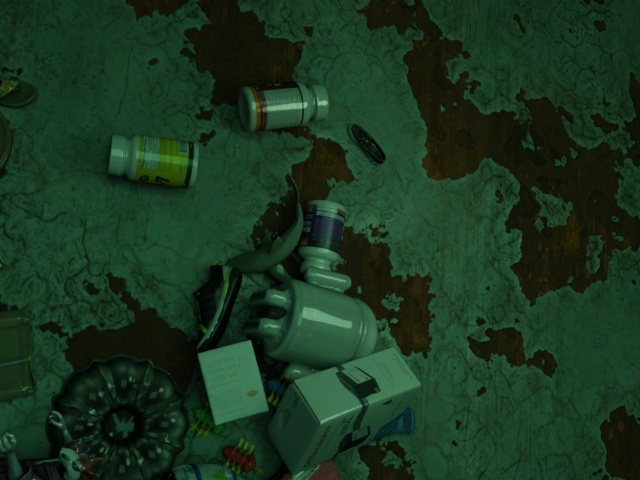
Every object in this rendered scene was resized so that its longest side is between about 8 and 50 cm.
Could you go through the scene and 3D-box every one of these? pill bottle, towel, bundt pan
[{"bbox_3d":[-0.099,-0.357,1.982,0.221,0.121,0.121,-10,83,-21],"label":"pill bottle"},{"bbox_3d":[0.196,0.470,1.967,0.119,0.029,0.067,9,75,-26],"label":"towel"},{"bbox_3d":[0.000,0.000,1.955,0.108,0.108,0.193,14,75,-17],"label":"pill bottle"},{"bbox_3d":[-0.412,-0.197,1.841,0.209,0.119,0.119,6,77,-18],"label":"pill bottle"},{"bbox_3d":[-0.452,0.420,1.704,0.331,0.124,0.330,4,78,-20],"label":"bundt pan"}]

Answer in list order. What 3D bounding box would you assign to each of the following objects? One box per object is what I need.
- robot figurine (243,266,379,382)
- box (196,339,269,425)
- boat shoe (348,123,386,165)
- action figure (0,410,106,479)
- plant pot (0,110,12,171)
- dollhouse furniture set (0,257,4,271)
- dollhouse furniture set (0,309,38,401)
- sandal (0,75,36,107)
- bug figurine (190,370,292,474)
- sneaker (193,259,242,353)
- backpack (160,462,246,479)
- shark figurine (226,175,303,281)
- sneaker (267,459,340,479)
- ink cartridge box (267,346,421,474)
[{"bbox_3d":[-0.006,0.217,1.849,0.353,0.200,0.300,18,78,-25],"label":"robot figurine"},{"bbox_3d":[-0.208,0.334,1.754,0.130,0.091,0.170,-13,81,-14],"label":"box"},{"bbox_3d":[0.134,-0.273,2.092,0.049,0.040,0.142,-41,95,-22],"label":"boat shoe"},{"bbox_3d":[-0.591,0.497,1.493,0.370,0.248,0.275,-10,86,21],"label":"action figure"},{"bbox_3d":[-0.831,-0.242,1.706,0.237,0.110,0.237,4,78,-20],"label":"plant pot"},{"bbox_3d":[-0.787,0.014,1.698,0.076,0.058,0.151,-32,91,-22],"label":"dollhouse furniture set"},{"bbox_3d":[-0.801,0.258,1.643,0.302,0.151,0.197,-7,103,-38],"label":"dollhouse furniture set"},{"bbox_3d":[-0.773,-0.368,1.783,0.180,0.049,0.072,16,75,-16],"label":"sandal"},{"bbox_3d":[-0.182,0.422,1.827,0.216,0.072,0.279,36,75,-3],"label":"bug figurine"},{"bbox_3d":[-0.272,0.163,1.857,0.097,0.084,0.234,17,72,10],"label":"sneaker"},{"bbox_3d":[-0.272,0.667,1.631,0.273,0.290,0.355,-11,82,-20],"label":"backpack"},{"bbox_3d":[-0.099,-0.013,1.898,0.166,0.116,0.278,32,75,14],"label":"shark figurine"},{"bbox_3d":[-0.076,0.626,1.802,0.314,0.116,0.136,-36,94,-22],"label":"sneaker"},{"bbox_3d":[0.055,0.403,1.782,0.307,0.223,0.129,-12,51,-35],"label":"ink cartridge box"}]
